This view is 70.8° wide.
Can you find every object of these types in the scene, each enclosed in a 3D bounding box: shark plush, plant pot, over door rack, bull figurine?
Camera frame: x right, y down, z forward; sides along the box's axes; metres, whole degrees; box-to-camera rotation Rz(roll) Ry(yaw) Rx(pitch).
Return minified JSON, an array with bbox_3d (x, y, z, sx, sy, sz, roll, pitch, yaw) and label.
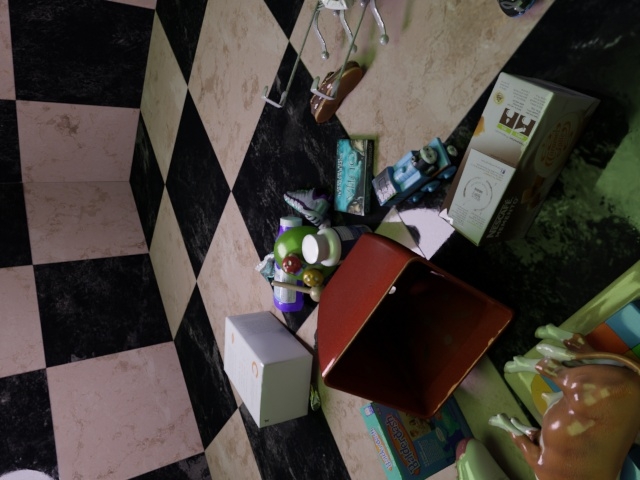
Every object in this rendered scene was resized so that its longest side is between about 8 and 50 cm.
[{"bbox_3d":[0.000,0.000,1.301,0.161,0.073,0.067,108,164,-63],"label":"shark plush"},{"bbox_3d":[0.145,0.134,0.871,0.267,0.267,0.236,-56,27,13],"label":"plant pot"},{"bbox_3d":[0.027,-0.437,1.035,0.239,0.108,0.324,15,74,53],"label":"over door rack"},{"bbox_3d":[0.341,0.275,0.628,0.188,0.101,0.311,33,118,49],"label":"bull figurine"}]

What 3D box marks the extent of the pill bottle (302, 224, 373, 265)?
[{"bbox_3d":[0.044,0.013,1.104,0.094,0.169,0.094,14,107,55],"label":"pill bottle"}]

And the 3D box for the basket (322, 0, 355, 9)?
[{"bbox_3d":[0.029,-0.571,0.903,0.103,0.167,0.113,-40,37,-1],"label":"basket"}]

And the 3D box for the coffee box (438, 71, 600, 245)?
[{"bbox_3d":[0.308,-0.124,0.719,0.098,0.141,0.247,47,131,41],"label":"coffee box"}]

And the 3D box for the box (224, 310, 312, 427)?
[{"bbox_3d":[-0.184,0.405,1.483,0.345,0.168,0.215,30,119,56],"label":"box"}]

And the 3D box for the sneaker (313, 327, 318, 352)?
[{"bbox_3d":[0.051,0.200,1.067,0.109,0.286,0.130,-9,75,14],"label":"sneaker"}]

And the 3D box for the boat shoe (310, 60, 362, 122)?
[{"bbox_3d":[0.029,-0.390,1.148,0.207,0.073,0.073,-38,66,51],"label":"boat shoe"}]

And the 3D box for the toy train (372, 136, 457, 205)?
[{"bbox_3d":[0.193,-0.135,0.919,0.184,0.105,0.080,-40,63,51],"label":"toy train"}]

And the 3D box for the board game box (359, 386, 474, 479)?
[{"bbox_3d":[0.199,0.377,0.898,0.047,0.210,0.160,-51,54,46],"label":"board game box"}]

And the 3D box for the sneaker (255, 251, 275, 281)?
[{"bbox_3d":[-0.159,0.087,1.528,0.076,0.065,0.166,57,144,9],"label":"sneaker"}]

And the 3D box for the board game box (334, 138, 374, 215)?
[{"bbox_3d":[0.083,-0.163,1.146,0.126,0.026,0.186,17,109,54],"label":"board game box"}]

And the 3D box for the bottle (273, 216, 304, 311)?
[{"bbox_3d":[-0.094,0.071,1.379,0.118,0.092,0.283,-139,50,-68],"label":"bottle"}]

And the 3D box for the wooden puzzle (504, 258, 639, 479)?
[{"bbox_3d":[0.448,0.247,0.625,0.322,0.080,0.348,58,138,33],"label":"wooden puzzle"}]

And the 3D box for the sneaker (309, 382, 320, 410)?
[{"bbox_3d":[-0.021,0.488,1.407,0.035,0.031,0.083,149,117,-64],"label":"sneaker"}]

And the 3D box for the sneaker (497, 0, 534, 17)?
[{"bbox_3d":[0.294,-0.449,0.743,0.067,0.078,0.188,-35,67,53],"label":"sneaker"}]

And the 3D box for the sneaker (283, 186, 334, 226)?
[{"bbox_3d":[-0.028,-0.118,1.301,0.098,0.083,0.223,-52,35,2],"label":"sneaker"}]

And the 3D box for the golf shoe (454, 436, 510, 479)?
[{"bbox_3d":[0.354,0.497,0.798,0.140,0.115,0.306,-38,70,40],"label":"golf shoe"}]

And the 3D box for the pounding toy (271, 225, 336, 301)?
[{"bbox_3d":[-0.048,0.085,1.222,0.110,0.182,0.237,-79,0,-53],"label":"pounding toy"}]
